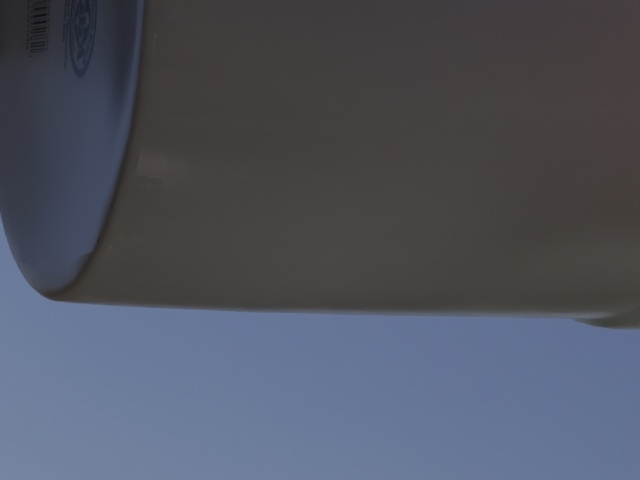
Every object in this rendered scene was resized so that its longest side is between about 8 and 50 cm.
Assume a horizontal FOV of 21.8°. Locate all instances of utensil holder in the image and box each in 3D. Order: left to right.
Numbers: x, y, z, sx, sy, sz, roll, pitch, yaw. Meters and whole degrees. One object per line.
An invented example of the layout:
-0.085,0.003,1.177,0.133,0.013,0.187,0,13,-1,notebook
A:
0.032,-0.112,0.958,0.385,0.327,0.327,1,-15,-26,utensil holder
